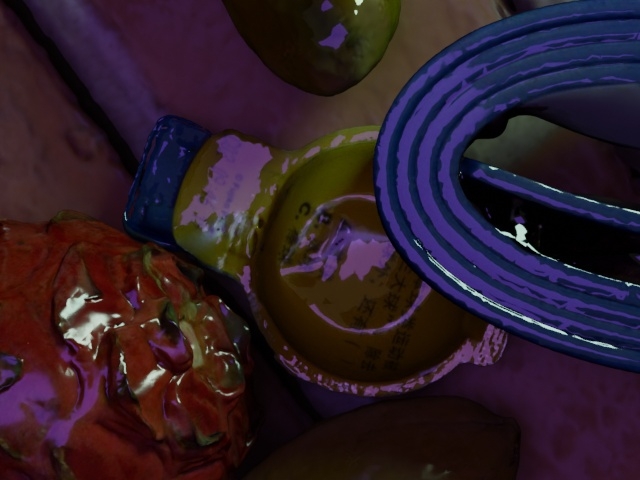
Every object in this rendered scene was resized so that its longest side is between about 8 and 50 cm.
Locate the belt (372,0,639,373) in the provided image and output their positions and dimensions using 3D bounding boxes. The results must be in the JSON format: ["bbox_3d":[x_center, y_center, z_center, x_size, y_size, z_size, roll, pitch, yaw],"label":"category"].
[{"bbox_3d":[0.203,-0.026,0.946,0.347,0.117,0.212,10,88,3],"label":"belt"}]

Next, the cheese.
[{"bbox_3d":[0.000,0.000,1.056,0.270,0.069,0.177,21,96,14],"label":"cheese"}]

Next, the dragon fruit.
[{"bbox_3d":[-0.162,0.094,1.018,0.252,0.241,0.241,-8,89,-5],"label":"dragon fruit"}]

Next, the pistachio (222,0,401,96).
[{"bbox_3d":[-0.013,-0.176,1.047,0.110,0.100,0.189,-31,73,-9],"label":"pistachio"}]

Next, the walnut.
[{"bbox_3d":[0.017,0.176,1.028,0.245,0.137,0.137,-27,84,11],"label":"walnut"}]
